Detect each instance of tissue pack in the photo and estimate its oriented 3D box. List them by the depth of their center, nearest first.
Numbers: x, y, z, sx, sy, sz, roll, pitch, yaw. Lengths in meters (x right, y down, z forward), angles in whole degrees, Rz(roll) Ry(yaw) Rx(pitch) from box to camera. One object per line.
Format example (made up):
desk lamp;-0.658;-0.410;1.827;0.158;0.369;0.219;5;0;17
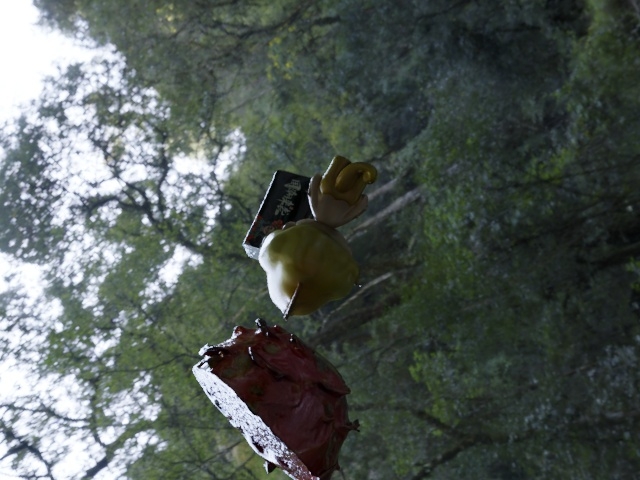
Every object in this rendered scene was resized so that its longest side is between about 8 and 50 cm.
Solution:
tissue pack;-0.067;-0.040;1.276;0.090;0.103;0.170;72;-142;-65

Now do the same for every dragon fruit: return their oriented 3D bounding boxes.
dragon fruit;-0.075;0.329;1.415;0.249;0.386;0.371;-46;-33;-22

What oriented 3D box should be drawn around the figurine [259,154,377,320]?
figurine;0.000;0.000;0.954;0.156;0.246;0.131;21;176;2
